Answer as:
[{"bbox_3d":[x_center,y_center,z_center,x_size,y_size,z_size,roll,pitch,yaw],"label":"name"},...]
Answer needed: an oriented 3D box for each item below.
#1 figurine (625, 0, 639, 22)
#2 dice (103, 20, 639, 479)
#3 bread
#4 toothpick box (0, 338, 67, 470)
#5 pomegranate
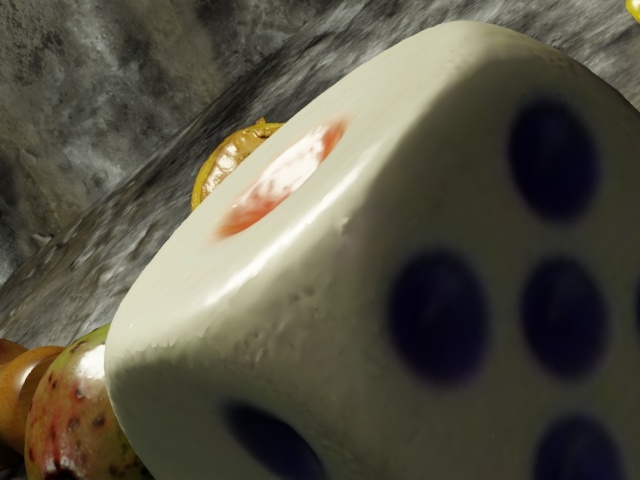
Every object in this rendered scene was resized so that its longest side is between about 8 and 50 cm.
[{"bbox_3d":[0.352,-0.224,1.214,0.115,0.156,0.095,-43,16,4],"label":"figurine"},{"bbox_3d":[0.069,0.068,0.841,0.277,0.304,0.304,-20,27,54],"label":"dice"},{"bbox_3d":[-0.102,-0.100,1.968,0.260,0.147,0.160,-44,19,-9],"label":"bread"},{"bbox_3d":[-0.421,0.228,1.794,0.294,0.192,0.192,-9,35,52],"label":"toothpick box"},{"bbox_3d":[-0.137,0.185,1.202,0.242,0.242,0.306,-37,-7,15],"label":"pomegranate"}]
